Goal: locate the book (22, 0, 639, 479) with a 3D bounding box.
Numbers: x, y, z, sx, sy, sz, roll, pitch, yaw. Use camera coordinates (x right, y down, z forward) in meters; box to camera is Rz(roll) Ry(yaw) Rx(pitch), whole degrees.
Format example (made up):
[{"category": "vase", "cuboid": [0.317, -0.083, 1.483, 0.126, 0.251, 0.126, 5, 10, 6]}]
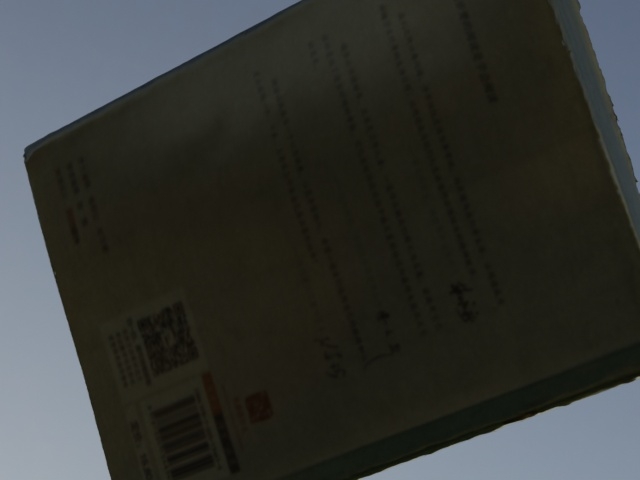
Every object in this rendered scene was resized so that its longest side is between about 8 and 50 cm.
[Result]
[{"category": "book", "cuboid": [0.000, 0.000, 0.734, 0.282, 0.215, 0.025, -22, -13, 27]}]
